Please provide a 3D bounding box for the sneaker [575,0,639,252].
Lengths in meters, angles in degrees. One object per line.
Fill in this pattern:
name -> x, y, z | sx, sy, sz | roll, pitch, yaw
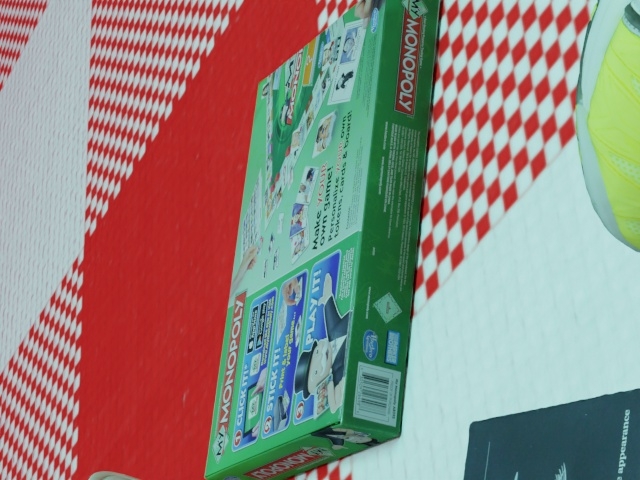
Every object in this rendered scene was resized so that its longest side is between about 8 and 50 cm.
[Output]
sneaker -> 0.226, -0.092, 0.740 | 0.385, 0.145, 0.147 | -50, 33, 47

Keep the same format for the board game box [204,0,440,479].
board game box -> 0.000, 0.000, 1.318 | 0.213, 0.046, 0.317 | -32, 47, 59

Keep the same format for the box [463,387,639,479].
box -> 0.147, 0.149, 0.803 | 0.207, 0.108, 0.153 | -21, 56, 63

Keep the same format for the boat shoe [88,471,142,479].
boat shoe -> -0.118, 0.277, 1.320 | 0.099, 0.116, 0.319 | -62, 30, 17
